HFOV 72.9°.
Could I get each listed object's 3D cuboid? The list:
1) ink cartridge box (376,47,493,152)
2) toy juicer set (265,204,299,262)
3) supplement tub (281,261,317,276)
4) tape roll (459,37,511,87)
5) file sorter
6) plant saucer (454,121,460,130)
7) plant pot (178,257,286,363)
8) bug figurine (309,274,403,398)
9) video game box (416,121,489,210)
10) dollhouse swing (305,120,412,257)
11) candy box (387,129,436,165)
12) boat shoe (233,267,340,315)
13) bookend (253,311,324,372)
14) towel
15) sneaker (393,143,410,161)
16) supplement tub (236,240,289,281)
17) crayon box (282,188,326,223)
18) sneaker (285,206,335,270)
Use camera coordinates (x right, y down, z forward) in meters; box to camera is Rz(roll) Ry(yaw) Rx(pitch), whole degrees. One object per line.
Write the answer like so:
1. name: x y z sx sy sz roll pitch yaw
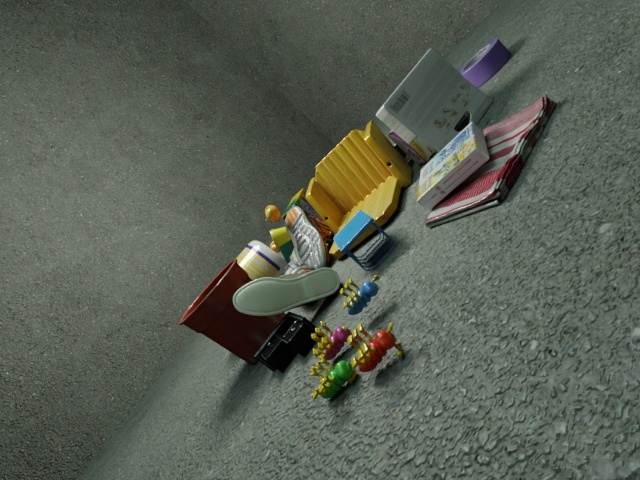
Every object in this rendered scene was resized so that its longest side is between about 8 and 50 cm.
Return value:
1. ink cartridge box: 0.354 -0.408 1.332 0.296 0.261 0.066 -52 4 -21
2. toy juicer set: -0.167 -0.016 1.714 0.090 0.209 0.329 -23 -24 -3
3. supplement tub: -0.060 0.133 1.402 0.117 0.117 0.190 -49 12 -6
4. tape roll: 0.621 -0.670 1.654 0.189 0.080 0.189 -46 12 13
5. file sorter: 0.121 0.000 1.201 0.118 0.104 0.170 -48 11 5
6. plant saucer: 0.401 -0.444 1.423 0.195 0.195 0.037 -53 16 -22
7. plant pot: -0.266 0.245 1.414 0.272 0.265 0.272 -46 11 11
8. bug figurine: 0.063 0.194 0.856 0.216 0.072 0.279 -51 15 17
9. video game box: 0.324 -0.188 1.076 0.187 0.048 0.205 -48 10 33
10. dollhouse swing: 0.092 -0.169 1.480 0.347 0.315 0.305 -40 0 35
11. candy box: 0.365 -0.399 1.493 0.233 0.159 0.071 -51 11 -11
12. boat shoe: -0.095 0.151 1.249 0.305 0.109 0.091 -13 -10 -5
13. bookend: -0.086 0.275 1.135 0.157 0.072 0.156 -51 12 -14
14. towel: 0.383 -0.179 1.005 0.329 0.037 0.237 -53 12 -24
15. sneaker: 0.305 -0.331 1.661 0.270 0.090 0.145 -45 -4 -32
16. supplement tub: -0.280 0.192 1.701 0.331 0.241 0.241 -50 11 -14
17. crayon box: -0.049 -0.116 1.969 0.083 0.203 0.323 -44 12 19
18. sneaker: 0.000 0.000 1.621 0.124 0.180 0.321 -49 44 26
